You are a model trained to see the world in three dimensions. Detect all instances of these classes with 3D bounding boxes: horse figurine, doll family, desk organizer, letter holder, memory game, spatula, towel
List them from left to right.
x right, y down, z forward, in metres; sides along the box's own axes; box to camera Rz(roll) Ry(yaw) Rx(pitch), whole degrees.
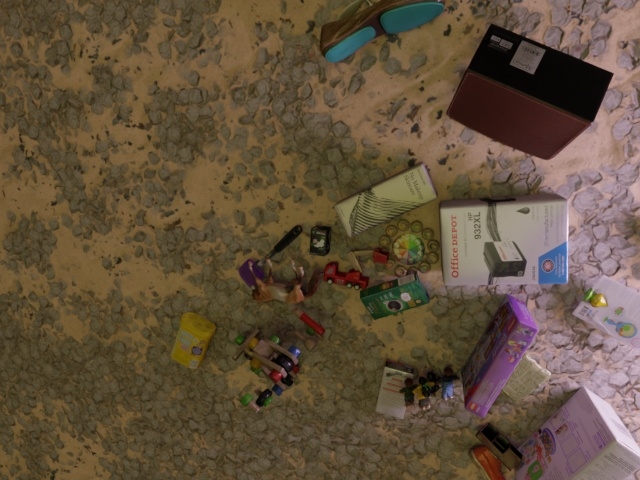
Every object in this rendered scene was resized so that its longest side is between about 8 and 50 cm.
[{"bbox_3d":[-0.163,0.047,1.404,0.296,0.030,0.084,-42,88,20],"label":"spatula"},{"bbox_3d":[-0.120,0.141,1.369,0.264,0.066,0.174,3,118,17],"label":"horse figurine"},{"bbox_3d":[0.263,0.027,1.293,0.186,0.012,0.186,4,104,15],"label":"memory game"},{"bbox_3d":[0.338,0.449,1.327,0.193,0.076,0.111,-13,108,-25],"label":"doll family"},{"bbox_3d":[0.545,0.626,1.316,0.130,0.047,0.050,43,107,26],"label":"desk organizer"},{"bbox_3d":[0.594,0.410,1.286,0.110,0.027,0.148,40,111,4],"label":"towel"},{"bbox_3d":[0.503,-0.357,1.082,0.302,0.214,0.152,27,76,8],"label":"letter holder"}]

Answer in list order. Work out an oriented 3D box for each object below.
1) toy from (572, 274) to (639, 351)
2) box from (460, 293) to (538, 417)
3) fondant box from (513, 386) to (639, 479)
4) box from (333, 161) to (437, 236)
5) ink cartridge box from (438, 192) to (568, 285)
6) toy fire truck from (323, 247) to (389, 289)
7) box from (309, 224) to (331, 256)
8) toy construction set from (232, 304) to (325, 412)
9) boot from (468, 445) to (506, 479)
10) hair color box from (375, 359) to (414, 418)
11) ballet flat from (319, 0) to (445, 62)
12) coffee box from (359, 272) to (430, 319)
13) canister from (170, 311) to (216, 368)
[{"bbox_3d":[0.830,0.201,1.159,0.237,0.056,0.136,29,112,12],"label":"toy"},{"bbox_3d":[0.488,0.315,1.201,0.057,0.201,0.293,25,108,9],"label":"box"},{"bbox_3d":[0.690,0.603,1.193,0.096,0.238,0.330,35,109,4],"label":"fondant box"},{"bbox_3d":[0.187,-0.116,1.237,0.275,0.094,0.113,-25,95,20],"label":"box"},{"bbox_3d":[0.483,-0.001,1.165,0.308,0.129,0.223,-3,102,16],"label":"ink cartridge box"},{"bbox_3d":[0.106,0.080,1.323,0.192,0.047,0.135,11,109,15],"label":"toy fire truck"},{"bbox_3d":[0.000,0.000,1.332,0.052,0.062,0.083,8,105,15],"label":"box"},{"bbox_3d":[-0.162,0.339,1.393,0.237,0.257,0.308,37,89,17],"label":"toy construction set"},{"bbox_3d":[0.550,0.713,1.355,0.085,0.059,0.158,-40,89,15],"label":"boot"},{"bbox_3d":[0.239,0.477,1.384,0.093,0.053,0.167,13,107,12],"label":"hair color box"},{"bbox_3d":[0.148,-0.597,1.142,0.343,0.116,0.124,-18,78,22],"label":"ballet flat"},{"bbox_3d":[0.222,0.169,1.299,0.184,0.040,0.113,-22,126,19],"label":"coffee box"},{"bbox_3d":[-0.457,0.359,1.535,0.126,0.073,0.169,26,109,8],"label":"canister"}]
